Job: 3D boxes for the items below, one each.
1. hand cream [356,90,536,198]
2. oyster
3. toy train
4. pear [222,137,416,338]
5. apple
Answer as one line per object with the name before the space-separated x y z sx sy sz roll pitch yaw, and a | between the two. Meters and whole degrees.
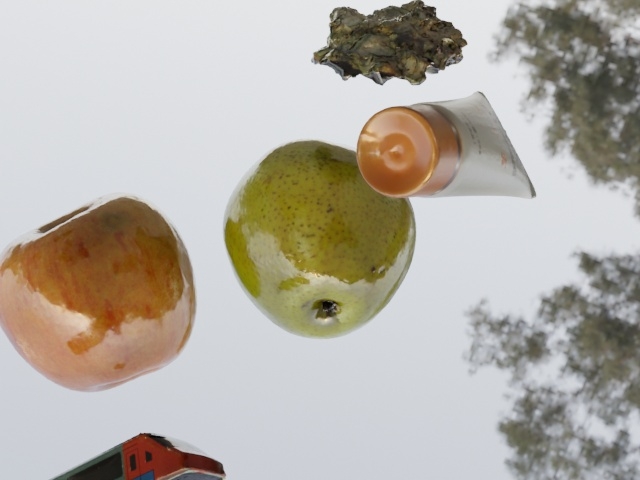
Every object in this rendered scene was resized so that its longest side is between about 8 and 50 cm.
hand cream | 0.145 -0.089 1.129 0.139 0.089 0.314 63 -153 6
oyster | 0.099 -0.264 1.461 0.198 0.092 0.260 12 -158 20
toy train | -0.292 0.319 1.306 0.086 0.409 0.089 28 -141 -50
pear | 0.000 0.000 1.523 0.294 0.294 0.294 11 -150 -6
apple | -0.315 0.084 1.574 0.299 0.275 0.299 -20 -172 3
